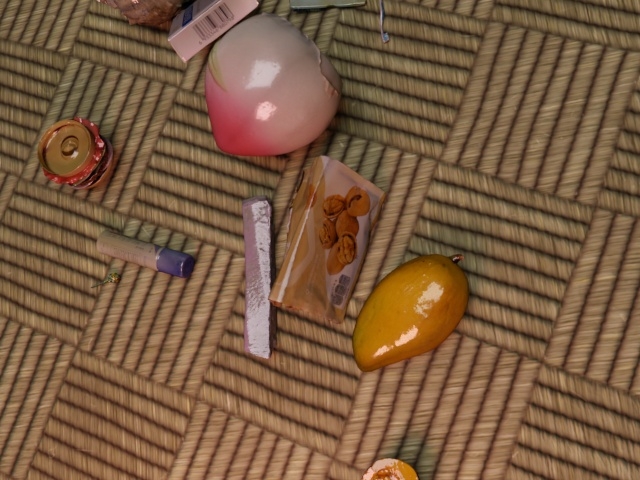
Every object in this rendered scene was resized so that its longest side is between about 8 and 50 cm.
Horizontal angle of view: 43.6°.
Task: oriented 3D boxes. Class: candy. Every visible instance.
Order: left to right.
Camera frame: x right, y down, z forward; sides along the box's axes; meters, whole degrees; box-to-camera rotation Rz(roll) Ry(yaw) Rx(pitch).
[{"bbox_3d":[-0.509,0.097,1.879,0.083,0.025,0.023,-20,92,19],"label":"candy"}]

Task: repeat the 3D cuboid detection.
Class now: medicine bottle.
[{"bbox_3d":[-0.404,0.031,1.841,0.231,0.059,0.059,15,84,18],"label":"medicine bottle"}]

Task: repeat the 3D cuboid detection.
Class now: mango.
[{"bbox_3d":[0.181,0.147,1.622,0.317,0.119,0.176,-43,73,14],"label":"mango"}]

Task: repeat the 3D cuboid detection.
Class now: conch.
[{"bbox_3d":[-0.392,-0.613,1.922,0.292,0.159,0.210,-6,57,-7],"label":"conch"}]

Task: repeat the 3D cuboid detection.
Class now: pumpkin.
[{"bbox_3d":[0.123,0.516,1.564,0.119,0.107,0.183,25,79,12],"label":"pumpkin"}]

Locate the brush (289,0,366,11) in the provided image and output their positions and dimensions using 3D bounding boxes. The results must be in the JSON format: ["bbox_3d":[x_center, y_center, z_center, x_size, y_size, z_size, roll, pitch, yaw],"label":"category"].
[{"bbox_3d":[0.017,-0.549,1.852,0.179,0.030,0.033,-1,63,6],"label":"brush"}]

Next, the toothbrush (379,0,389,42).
[{"bbox_3d":[0.136,-0.524,1.818,0.017,0.014,0.162,-16,74,28],"label":"toothbrush"}]

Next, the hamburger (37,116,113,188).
[{"bbox_3d":[-0.568,-0.199,1.894,0.175,0.137,0.175,-5,74,19],"label":"hamburger"}]

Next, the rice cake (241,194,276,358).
[{"bbox_3d":[-0.132,0.079,1.752,0.073,0.056,0.364,-5,78,10],"label":"rice cake"}]

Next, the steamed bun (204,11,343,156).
[{"bbox_3d":[-0.123,-0.305,1.700,0.310,0.309,0.309,-3,78,16],"label":"steamed bun"}]

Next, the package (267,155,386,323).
[{"bbox_3d":[-0.023,-0.004,1.683,0.165,0.221,0.311,12,81,39],"label":"package"}]

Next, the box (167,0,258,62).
[{"bbox_3d":[-0.240,-0.505,1.775,0.200,0.343,0.065,-36,113,7],"label":"box"}]
